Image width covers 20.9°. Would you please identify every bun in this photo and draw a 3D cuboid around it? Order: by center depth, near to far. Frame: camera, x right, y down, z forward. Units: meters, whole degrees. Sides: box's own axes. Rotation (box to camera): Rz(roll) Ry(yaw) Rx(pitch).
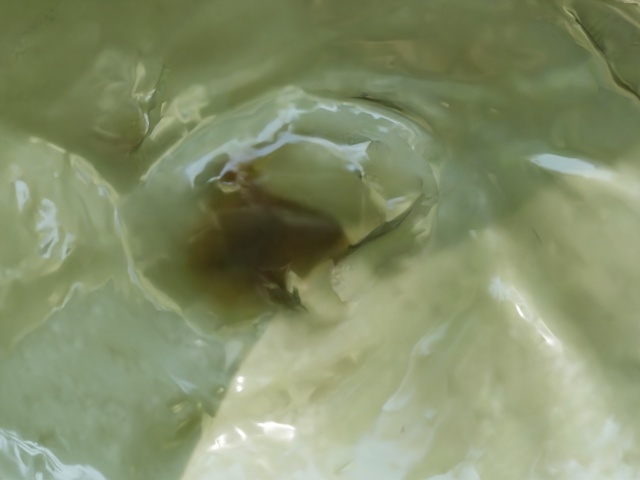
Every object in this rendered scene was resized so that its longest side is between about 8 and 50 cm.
[{"bbox_3d":[-0.001,0.002,0.639,0.364,0.364,0.202,9,168,6],"label":"bun"}]
